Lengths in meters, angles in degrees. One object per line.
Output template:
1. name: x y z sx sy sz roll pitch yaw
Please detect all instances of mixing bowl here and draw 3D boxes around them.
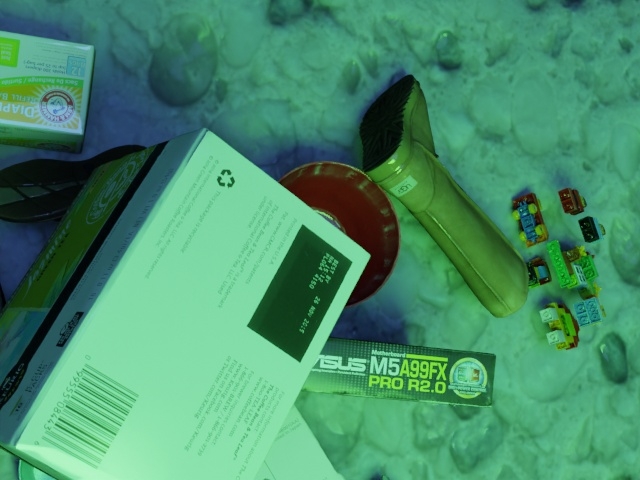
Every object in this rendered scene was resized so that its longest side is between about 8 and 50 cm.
1. mixing bowl: 0.000 0.000 1.251 0.181 0.098 0.181 2 81 -14

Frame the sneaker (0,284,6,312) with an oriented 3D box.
1. sneaker: -0.423 0.076 1.134 0.130 0.087 0.227 -19 86 -13

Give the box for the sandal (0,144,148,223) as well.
1. sandal: -0.291 -0.060 1.202 0.219 0.060 0.090 -20 57 -31

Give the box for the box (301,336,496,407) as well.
1. box: 0.047 0.148 1.154 0.216 0.270 0.060 7 83 -13

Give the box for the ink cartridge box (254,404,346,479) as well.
1. ink cartridge box: -0.093 0.358 1.151 0.296 0.066 0.261 -31 57 -7

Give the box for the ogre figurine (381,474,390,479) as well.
1. ogre figurine: 0.078 0.374 1.221 0.197 0.097 0.118 -44 101 -12

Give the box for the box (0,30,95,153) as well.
1. box: -0.372 -0.176 1.171 0.203 0.103 0.114 6 81 -14

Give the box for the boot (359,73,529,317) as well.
1. boot: 0.163 -0.059 1.302 0.269 0.089 0.236 45 34 -23

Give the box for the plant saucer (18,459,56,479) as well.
1. plant saucer: -0.291 0.265 1.174 0.119 0.021 0.119 2 83 -15

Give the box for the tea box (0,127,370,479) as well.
1. tea box: -0.177 0.097 1.017 0.220 0.323 0.329 37 68 -23

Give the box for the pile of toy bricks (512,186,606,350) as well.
1. pile of toy bricks: 0.341 0.033 1.349 0.105 0.118 0.212 7 65 -53
